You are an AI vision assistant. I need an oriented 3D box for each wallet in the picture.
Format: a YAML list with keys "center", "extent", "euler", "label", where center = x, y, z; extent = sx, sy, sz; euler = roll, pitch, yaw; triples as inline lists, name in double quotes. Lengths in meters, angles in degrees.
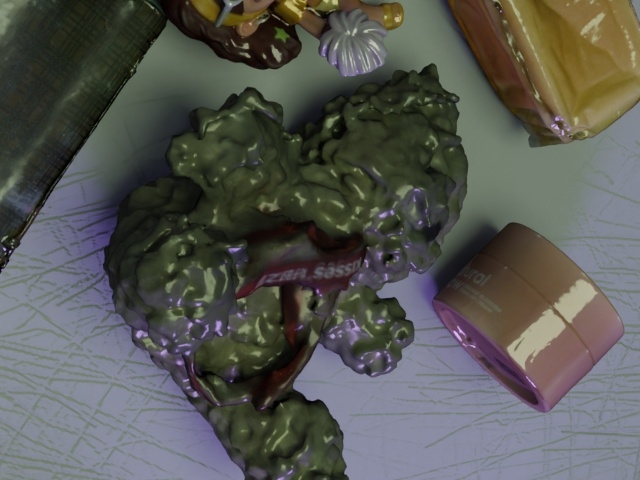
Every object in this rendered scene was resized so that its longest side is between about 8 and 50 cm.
- center: [-0.268, -0.101, 1.480]
  extent: [0.169, 0.044, 0.317]
  euler: [35, 89, -31]
  label: "wallet"

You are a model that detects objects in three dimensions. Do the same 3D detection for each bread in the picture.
- center: [0.196, -0.210, 1.631]
  extent: [0.136, 0.107, 0.241]
  euler: [-36, 115, -16]
  label: "bread"

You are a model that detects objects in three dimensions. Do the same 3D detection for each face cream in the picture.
- center: [0.189, 0.070, 1.672]
  extent: [0.104, 0.149, 0.149]
  euler: [-44, 116, -8]
  label: "face cream"

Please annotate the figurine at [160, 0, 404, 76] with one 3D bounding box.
- center: [-0.022, -0.213, 1.524]
  extent: [0.240, 0.116, 0.175]
  euler: [-3, 82, -32]
  label: "figurine"

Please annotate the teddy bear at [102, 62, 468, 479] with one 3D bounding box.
- center: [0.000, 0.000, 1.541]
  extent: [0.367, 0.224, 0.357]
  euler: [-40, 134, -13]
  label: "teddy bear"
